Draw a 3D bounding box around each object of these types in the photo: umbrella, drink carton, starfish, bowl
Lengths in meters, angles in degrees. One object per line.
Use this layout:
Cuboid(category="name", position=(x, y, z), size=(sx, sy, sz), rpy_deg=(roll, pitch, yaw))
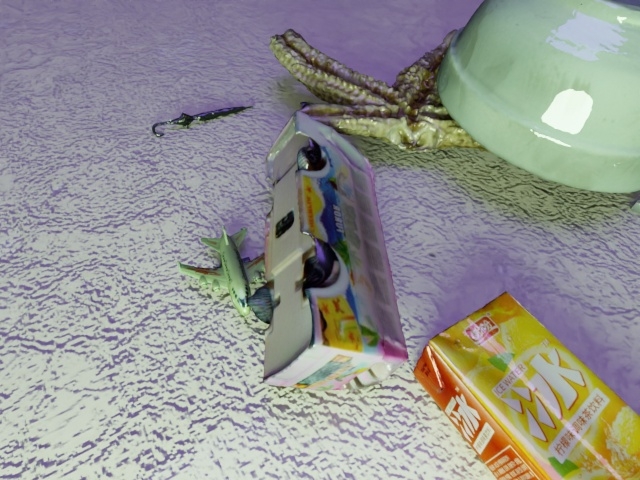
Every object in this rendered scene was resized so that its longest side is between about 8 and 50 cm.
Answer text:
Cuboid(category="umbrella", position=(-0.166, -0.179, 0.605), size=(0.149, 0.022, 0.022), rpy_deg=(-25, 98, -21))
Cuboid(category="drink carton", position=(0.181, 0.153, 0.316), size=(0.096, 0.071, 0.223), rpy_deg=(-26, 55, -22))
Cuboid(category="starfish", position=(0.148, -0.211, 0.607), size=(0.432, 0.082, 0.324), rpy_deg=(-1, 48, -9))
Cuboid(category="bowl", position=(0.304, -0.214, 0.497), size=(0.307, 0.163, 0.307), rpy_deg=(4, 50, -5))

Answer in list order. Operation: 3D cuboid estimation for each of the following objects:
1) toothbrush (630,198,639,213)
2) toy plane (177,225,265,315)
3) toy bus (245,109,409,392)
Cuboid(category="toothbrush", position=(0.456, 0.009, 0.483), size=(0.017, 0.014, 0.194), rpy_deg=(-36, 61, -27))
Cuboid(category="toy plane", position=(-0.086, 0.030, 0.422), size=(0.102, 0.040, 0.111), rpy_deg=(-15, 54, -13))
Cuboid(category="toy bus", position=(0.000, 0.000, 0.410), size=(0.112, 0.090, 0.274), rpy_deg=(19, 47, -26))
